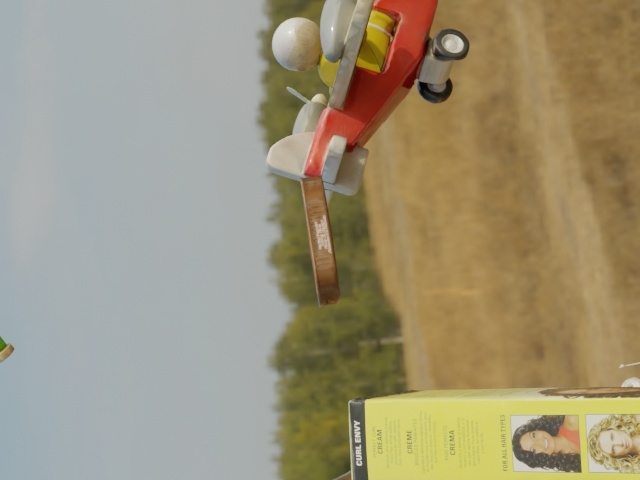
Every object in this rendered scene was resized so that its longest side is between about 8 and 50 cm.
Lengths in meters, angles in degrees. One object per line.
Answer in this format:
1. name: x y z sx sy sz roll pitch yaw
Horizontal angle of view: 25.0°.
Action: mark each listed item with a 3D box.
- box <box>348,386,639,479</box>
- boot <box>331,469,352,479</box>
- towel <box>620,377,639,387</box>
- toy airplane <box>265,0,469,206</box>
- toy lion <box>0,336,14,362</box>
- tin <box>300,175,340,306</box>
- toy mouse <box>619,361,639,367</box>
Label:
1. box: 0.136 0.122 0.902 0.087 0.232 0.058 2 -96 -57
2. boot: 0.071 0.312 1.845 0.112 0.305 0.115 102 149 -42
3. towel: 0.357 0.305 1.543 0.285 0.034 0.209 65 -157 -45
4. toy airplane: 0.025 -0.240 2.278 0.386 0.272 0.384 -57 -10 17
5. toy lion: -0.339 0.125 1.318 0.034 0.096 0.100 53 -129 -14
6. tin: 0.000 0.000 2.076 0.106 0.040 0.189 63 -162 -80
7. toy mouse: 0.495 0.156 1.914 0.143 0.161 0.031 41 -169 -43
